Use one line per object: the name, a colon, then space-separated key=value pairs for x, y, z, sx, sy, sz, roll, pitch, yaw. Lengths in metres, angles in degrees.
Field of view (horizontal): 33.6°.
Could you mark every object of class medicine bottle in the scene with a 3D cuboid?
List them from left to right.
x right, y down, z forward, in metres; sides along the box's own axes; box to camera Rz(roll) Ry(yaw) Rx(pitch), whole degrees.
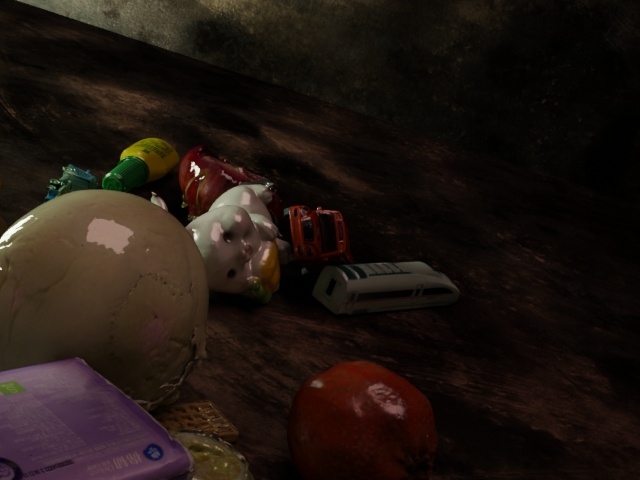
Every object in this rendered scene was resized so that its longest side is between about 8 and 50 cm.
medicine bottle: x=-0.406 y=-0.163 z=2.360 sx=0.111 sy=0.076 sz=0.309 roll=19 pitch=19 yaw=5

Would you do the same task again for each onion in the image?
onion: x=-0.199 y=-0.100 z=2.271 sx=0.248 sy=0.161 sz=0.248 roll=24 pitch=25 yaw=-12

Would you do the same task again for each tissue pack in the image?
tissue pack: x=-0.344 y=0.269 z=1.183 sx=0.242 sy=0.160 sz=0.338 roll=34 pitch=24 yaw=32

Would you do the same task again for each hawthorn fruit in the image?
hawthorn fruit: x=0.044 y=0.267 z=1.502 sx=0.253 sy=0.205 sz=0.205 roll=27 pitch=20 yaw=39

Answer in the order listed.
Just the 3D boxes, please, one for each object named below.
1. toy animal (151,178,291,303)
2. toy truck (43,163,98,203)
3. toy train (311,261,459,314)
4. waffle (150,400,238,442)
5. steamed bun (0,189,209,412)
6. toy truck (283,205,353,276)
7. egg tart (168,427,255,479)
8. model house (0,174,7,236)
toy animal: x=-0.186 y=0.000 z=2.009 sx=0.247 sy=0.183 sz=0.310 roll=20 pitch=25 yaw=17
toy truck: x=-0.498 y=-0.092 z=2.109 sx=0.081 sy=0.067 sz=0.175 roll=19 pitch=20 yaw=-3
toy train: x=0.162 y=0.090 z=2.208 sx=0.407 sy=0.088 sz=0.086 roll=-1 pitch=28 yaw=-45
waffle: x=-0.193 y=0.266 z=1.529 sx=0.135 sy=0.021 sz=0.092 roll=2 pitch=28 yaw=-41
steamed bun: x=-0.294 y=0.095 z=1.463 sx=0.233 sy=0.312 sz=0.333 roll=27 pitch=29 yaw=31
toy truck: x=0.000 y=0.000 z=2.102 sx=0.114 sy=0.108 sz=0.253 roll=-7 pitch=-11 yaw=6
egg tart: x=-0.155 y=0.309 z=1.371 sx=0.197 sy=0.078 sz=0.197 roll=19 pitch=21 yaw=-8
model house: x=-0.666 y=-0.056 z=1.799 sx=0.248 sy=0.181 sz=0.176 roll=3 pitch=-37 yaw=40
